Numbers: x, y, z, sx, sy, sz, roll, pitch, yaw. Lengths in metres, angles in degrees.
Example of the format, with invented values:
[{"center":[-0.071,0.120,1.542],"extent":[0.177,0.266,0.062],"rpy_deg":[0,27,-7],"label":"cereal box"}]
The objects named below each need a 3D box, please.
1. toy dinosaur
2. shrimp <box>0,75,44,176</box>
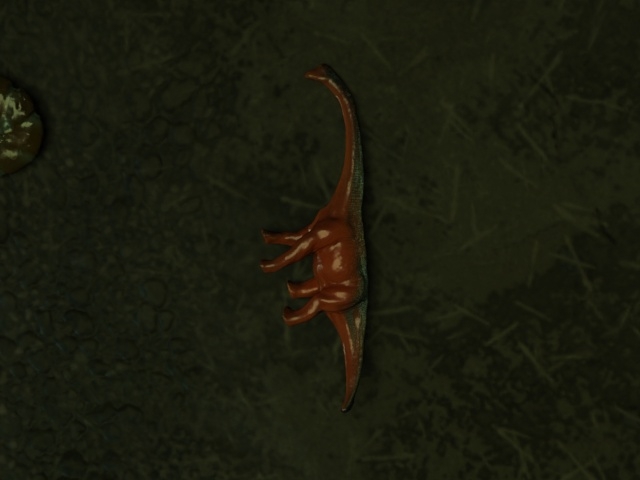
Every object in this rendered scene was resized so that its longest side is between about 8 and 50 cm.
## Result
[{"center":[0.000,-0.001,1.402],"extent":[0.101,0.055,0.279],"rpy_deg":[-12,94,5],"label":"toy dinosaur"},{"center":[-0.320,-0.117,1.465],"extent":[0.184,0.043,0.091],"rpy_deg":[30,107,7],"label":"shrimp"}]
